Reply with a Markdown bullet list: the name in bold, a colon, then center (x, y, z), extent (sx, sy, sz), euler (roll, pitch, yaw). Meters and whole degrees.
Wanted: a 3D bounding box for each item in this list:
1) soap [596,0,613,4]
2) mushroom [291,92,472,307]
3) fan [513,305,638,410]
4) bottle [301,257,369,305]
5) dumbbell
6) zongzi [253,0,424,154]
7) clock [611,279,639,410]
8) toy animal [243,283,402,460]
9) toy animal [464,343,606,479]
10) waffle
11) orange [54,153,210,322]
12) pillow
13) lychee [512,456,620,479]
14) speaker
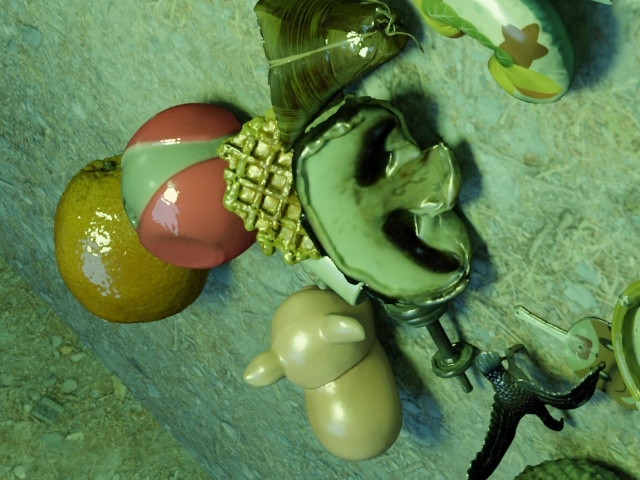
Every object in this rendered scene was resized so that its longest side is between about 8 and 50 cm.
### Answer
- **soap**: center (0.245, -0.295, 0.842), extent (0.149, 0.100, 0.056), euler (35, 145, 27)
- **mushroom**: center (0.097, -0.063, 1.223), extent (0.247, 0.130, 0.344), euler (-30, 119, 24)
- **fan**: center (0.375, 0.151, 1.225), extent (0.226, 0.008, 0.153), euler (30, 144, 29)
- **bottle**: center (0.000, 0.000, 1.470), extent (0.245, 0.104, 0.104), euler (39, 147, 19)
- **dumbbell**: center (0.192, 0.154, 1.385), extent (0.110, 0.110, 0.255), euler (4, 131, 51)
- **zongzi**: center (0.026, -0.216, 1.179), extent (0.247, 0.111, 0.241), euler (18, 125, 40)
- **clock**: center (0.454, 0.149, 1.040), extent (0.237, 0.057, 0.237), euler (55, 156, 39)
- **toy animal**: center (0.028, 0.234, 1.533), extent (0.237, 0.269, 0.326), euler (-26, 68, 19)
- **toy animal**: center (0.320, 0.232, 1.288), extent (0.272, 0.197, 0.160), euler (-40, 64, 24)
- **waffle**: center (-0.025, -0.090, 1.341), extent (0.291, 0.051, 0.291), euler (4, 110, 11)
- **orange**: center (-0.397, -0.002, 1.797), extent (0.322, 0.322, 0.357), euler (13, 121, 46)
- **pillow**: center (0.191, -0.245, 0.959), extent (0.233, 0.086, 0.214), euler (42, 179, 11)
- **lychee**: center (0.388, 0.470, 1.309), extent (0.255, 0.255, 0.274), euler (13, 151, 46)
- **speaker**: center (-0.223, -0.104, 1.522), extent (0.294, 0.294, 0.294), euler (33, 145, 28)
